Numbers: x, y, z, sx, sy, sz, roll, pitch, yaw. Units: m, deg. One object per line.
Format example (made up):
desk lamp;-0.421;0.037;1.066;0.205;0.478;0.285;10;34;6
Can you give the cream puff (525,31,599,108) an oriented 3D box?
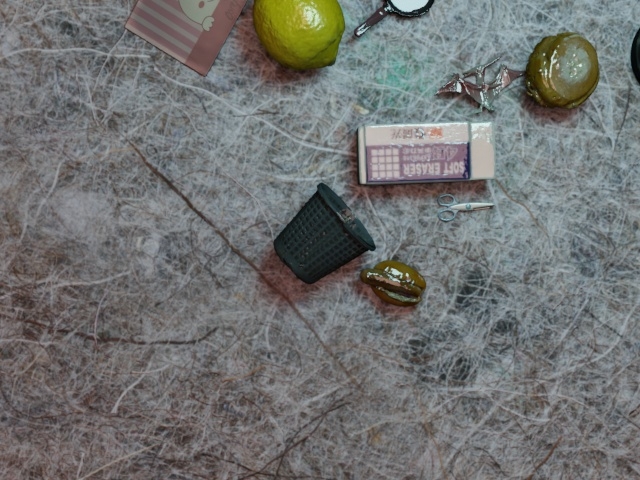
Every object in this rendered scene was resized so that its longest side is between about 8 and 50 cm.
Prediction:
cream puff;0.487;-0.344;1.641;0.165;0.115;0.150;-41;100;-9

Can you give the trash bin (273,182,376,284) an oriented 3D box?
trash bin;0.000;0.000;1.631;0.161;0.175;0.175;-42;93;12

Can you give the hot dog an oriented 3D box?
hot dog;0.152;0.086;1.680;0.140;0.060;0.090;29;87;1

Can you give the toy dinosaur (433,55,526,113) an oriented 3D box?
toy dinosaur;0.340;-0.322;1.681;0.220;0.032;0.108;-13;89;-10

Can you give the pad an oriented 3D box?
pad;-0.248;-0.516;1.646;0.202;0.005;0.300;31;101;-2

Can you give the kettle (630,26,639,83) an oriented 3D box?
kettle;0.775;-0.392;1.568;0.250;0.271;0.207;-21;93;1

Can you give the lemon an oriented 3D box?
lemon;-0.043;-0.435;1.596;0.180;0.180;0.193;-8;91;-1

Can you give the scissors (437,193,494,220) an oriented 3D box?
scissors;0.307;-0.072;1.699;0.119;0.014;0.058;-4;93;2

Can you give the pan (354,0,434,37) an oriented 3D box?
pan;0.149;-0.485;1.663;0.212;0.040;0.115;-42;94;-6

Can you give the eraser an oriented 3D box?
eraser;0.214;-0.178;1.658;0.278;0.081;0.124;-2;92;-1
